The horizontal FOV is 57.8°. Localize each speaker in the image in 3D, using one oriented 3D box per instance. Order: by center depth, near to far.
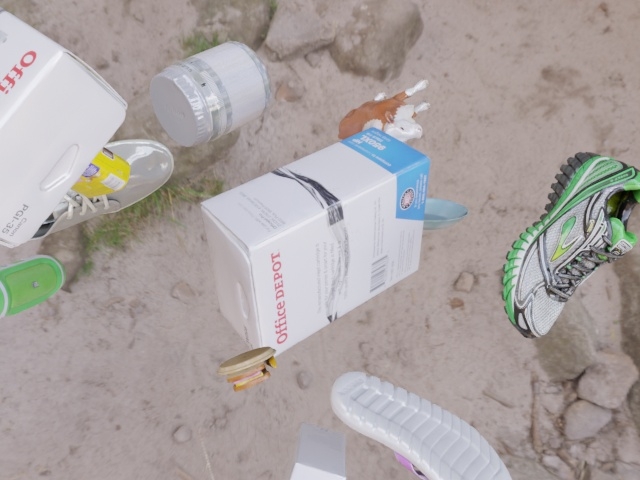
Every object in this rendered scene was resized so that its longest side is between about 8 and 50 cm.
[{"bbox_3d":[-0.811,0.122,1.544,0.131,0.296,0.131,1,100,8],"label":"speaker"}]

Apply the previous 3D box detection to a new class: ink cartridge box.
[{"bbox_3d":[-0.389,-0.157,0.641,0.283,0.117,0.207,33,83,22],"label":"ink cartridge box"},{"bbox_3d":[0.000,0.000,1.085,0.395,0.285,0.166,-28,47,-27],"label":"ink cartridge box"}]

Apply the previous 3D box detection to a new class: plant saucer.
[{"bbox_3d":[0.231,-0.056,1.297,0.195,0.195,0.037,-2,109,-5],"label":"plant saucer"}]

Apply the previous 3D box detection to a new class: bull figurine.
[{"bbox_3d":[0.156,-0.291,1.372,0.188,0.310,0.101,-36,113,-20],"label":"bull figurine"}]

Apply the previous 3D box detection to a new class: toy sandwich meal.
[{"bbox_3d":[-0.087,0.156,0.708,0.085,0.085,0.029,-20,91,-8],"label":"toy sandwich meal"}]

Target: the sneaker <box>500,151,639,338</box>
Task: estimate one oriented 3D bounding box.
[{"bbox_3d":[0.424,0.011,0.970,0.134,0.146,0.343,28,90,-37],"label":"sneaker"}]

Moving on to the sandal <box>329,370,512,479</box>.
[{"bbox_3d":[0.201,0.411,1.181,0.416,0.102,0.169,34,41,11],"label":"sandal"}]

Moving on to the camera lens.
[{"bbox_3d":[-0.286,-0.395,1.560,0.274,0.219,0.219,-37,84,-34],"label":"camera lens"}]

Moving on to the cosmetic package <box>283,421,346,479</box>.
[{"bbox_3d":[-0.027,0.645,1.531,0.138,0.225,0.224,17,99,-2],"label":"cosmetic package"}]

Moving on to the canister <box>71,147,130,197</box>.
[{"bbox_3d":[-0.447,-0.145,1.046,0.126,0.170,0.073,-10,66,24],"label":"canister"}]

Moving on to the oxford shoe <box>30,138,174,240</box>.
[{"bbox_3d":[-0.550,-0.111,1.340,0.449,0.130,0.169,-21,121,-19],"label":"oxford shoe"}]
